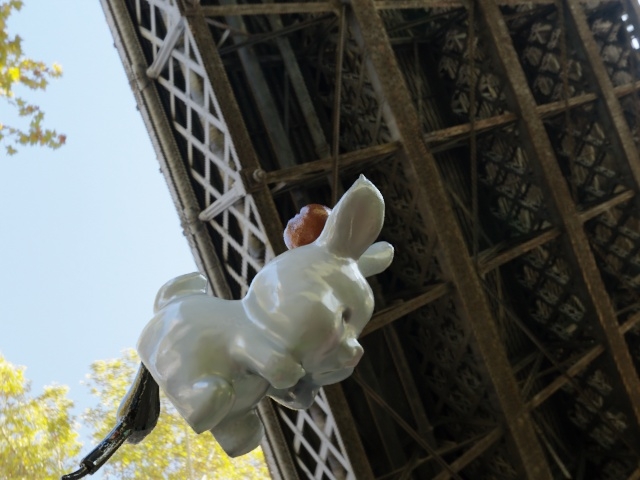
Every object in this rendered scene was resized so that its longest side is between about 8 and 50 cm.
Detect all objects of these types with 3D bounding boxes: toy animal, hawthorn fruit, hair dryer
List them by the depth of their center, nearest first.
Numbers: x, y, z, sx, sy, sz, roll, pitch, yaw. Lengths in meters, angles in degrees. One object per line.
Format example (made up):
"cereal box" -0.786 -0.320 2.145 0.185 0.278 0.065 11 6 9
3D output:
"toy animal" -0.051 0.084 0.676 0.367 0.196 0.241 -32 -121 -8
"hair dryer" -0.401 0.375 1.012 0.091 0.236 0.272 25 -153 4
"hawthorn fruit" -0.005 -0.015 1.075 0.140 0.125 0.125 17 -118 20
